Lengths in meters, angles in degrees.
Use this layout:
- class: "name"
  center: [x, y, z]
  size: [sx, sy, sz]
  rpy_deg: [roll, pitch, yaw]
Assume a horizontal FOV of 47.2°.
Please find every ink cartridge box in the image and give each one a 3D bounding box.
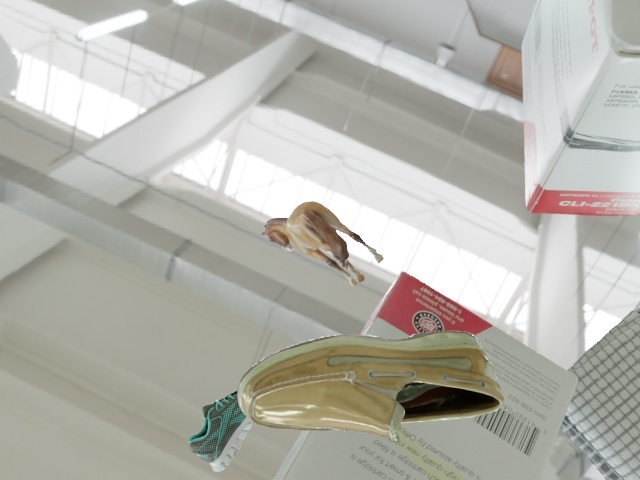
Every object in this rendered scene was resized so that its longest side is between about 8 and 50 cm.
- class: "ink cartridge box"
  center: [0.249, -0.159, 0.605]
  size: [0.114, 0.273, 0.196]
  rpy_deg: [2, -109, 5]
- class: "ink cartridge box"
  center: [0.118, 0.281, 0.950]
  size: [0.279, 0.160, 0.384]
  rpy_deg: [33, -118, 3]

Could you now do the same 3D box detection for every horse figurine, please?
- class: "horse figurine"
  center: [0.000, 0.000, 1.099]
  size: [0.174, 0.066, 0.263]
  rpy_deg: [39, 169, 0]

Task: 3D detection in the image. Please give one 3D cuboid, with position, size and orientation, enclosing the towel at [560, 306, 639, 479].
- class: "towel"
  center: [0.537, 0.262, 1.215]
  size: [0.284, 0.121, 0.235]
  rpy_deg: [-33, -112, -19]

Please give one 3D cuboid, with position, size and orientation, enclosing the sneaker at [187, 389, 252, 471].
- class: "sneaker"
  center: [-0.139, 0.259, 1.100]
  size: [0.076, 0.166, 0.065]
  rpy_deg: [33, 166, -15]

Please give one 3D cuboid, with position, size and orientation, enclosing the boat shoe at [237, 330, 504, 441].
- class: "boat shoe"
  center: [0.039, 0.108, 0.517]
  size: [0.190, 0.068, 0.072]
  rpy_deg: [-8, -144, -11]
